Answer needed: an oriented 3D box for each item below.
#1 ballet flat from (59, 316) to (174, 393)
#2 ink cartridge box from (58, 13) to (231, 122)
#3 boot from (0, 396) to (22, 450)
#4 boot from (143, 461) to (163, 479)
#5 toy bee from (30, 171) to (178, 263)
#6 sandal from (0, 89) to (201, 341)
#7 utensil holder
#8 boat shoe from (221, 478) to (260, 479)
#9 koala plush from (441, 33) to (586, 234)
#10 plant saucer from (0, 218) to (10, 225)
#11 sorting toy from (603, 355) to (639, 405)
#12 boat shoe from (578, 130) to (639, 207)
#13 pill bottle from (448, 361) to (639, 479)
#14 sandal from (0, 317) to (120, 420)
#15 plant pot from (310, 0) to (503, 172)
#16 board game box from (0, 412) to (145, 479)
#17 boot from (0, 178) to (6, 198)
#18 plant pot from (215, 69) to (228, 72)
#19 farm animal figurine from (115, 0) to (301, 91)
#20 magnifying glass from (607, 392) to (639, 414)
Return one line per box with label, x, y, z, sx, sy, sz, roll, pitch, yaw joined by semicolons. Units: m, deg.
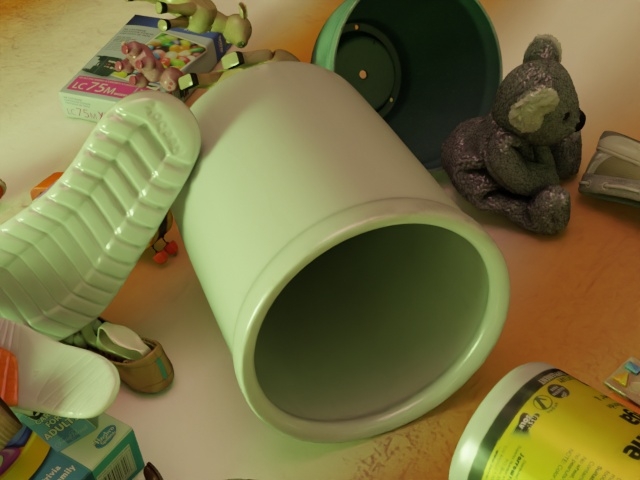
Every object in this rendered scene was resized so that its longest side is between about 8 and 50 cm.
ballet flat;-0.285;0.124;1.485;0.232;0.073;0.080;18;47;27
ink cartridge box;-0.293;-0.308;1.991;0.185;0.065;0.311;13;43;21
boot;-0.484;0.201;1.273;0.220;0.109;0.283;-42;60;-12
boot;-0.223;0.312;1.295;0.114;0.037;0.106;-25;42;-13
toy bee;-0.284;-0.033;1.628;0.195;0.162;0.298;-34;21;-26
sandal;-0.293;-0.017;1.427;0.416;0.169;0.102;-43;18;14
utensil holder;0.000;0.000;1.407;0.327;0.328;0.385;-18;39;-12
boat shoe;0.028;0.342;1.172;0.355;0.132;0.130;1;51;23
koala plush;0.284;-0.160;1.588;0.203;0.221;0.196;18;45;5
plant saucer;-0.454;-0.010;1.707;0.083;0.015;0.083;-4;41;4
sorting toy;0.393;0.174;1.378;0.062;0.012;0.083;-33;47;-27
boat shoe;0.501;-0.046;1.556;0.320;0.103;0.118;33;10;33
pill bottle;0.310;0.275;1.143;0.334;0.188;0.188;30;53;34
sandal;-0.317;0.165;1.321;0.265;0.076;0.102;12;69;37
plant pot;0.101;-0.253;1.735;0.293;0.293;0.196;-28;18;-22
board game box;-0.419;0.262;1.343;0.336;0.079;0.254;21;48;28
boot;-0.551;-0.045;1.733;0.157;0.059;0.085;-18;45;0
plant pot;-0.157;-0.222;1.866;0.083;0.083;0.079;15;57;23
farm animal figurine;-0.144;-0.239;1.723;0.326;0.331;0.172;7;15;40
magnifying glass;0.419;0.241;1.290;0.092;0.026;0.231;-36;48;-29
